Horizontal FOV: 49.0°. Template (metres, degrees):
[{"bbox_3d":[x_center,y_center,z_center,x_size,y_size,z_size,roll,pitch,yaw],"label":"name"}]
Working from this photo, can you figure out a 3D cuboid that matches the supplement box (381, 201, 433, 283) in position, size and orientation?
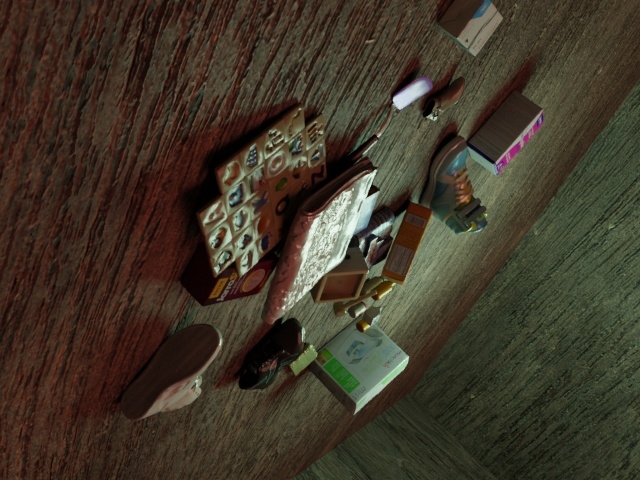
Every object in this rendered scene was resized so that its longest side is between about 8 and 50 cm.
[{"bbox_3d":[0.252,0.010,2.059,0.078,0.080,0.234,64,50,-79],"label":"supplement box"}]

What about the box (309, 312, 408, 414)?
[{"bbox_3d":[0.133,0.434,2.465,0.262,0.231,0.127,-36,156,-24],"label":"box"}]

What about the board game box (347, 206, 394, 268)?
[{"bbox_3d":[0.122,0.024,1.982,0.194,0.060,0.194,-34,155,-30],"label":"board game box"}]

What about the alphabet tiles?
[{"bbox_3d":[-0.100,-0.091,1.344,0.342,0.011,0.285,-44,149,-30],"label":"alphabet tiles"}]

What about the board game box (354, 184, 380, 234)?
[{"bbox_3d":[0.032,-0.031,1.771,0.281,0.027,0.145,-31,151,-35],"label":"board game box"}]

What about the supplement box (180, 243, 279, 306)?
[{"bbox_3d":[-0.185,0.062,1.461,0.188,0.081,0.104,-9,136,-57],"label":"supplement box"}]

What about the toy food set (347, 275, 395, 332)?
[{"bbox_3d":[0.166,0.191,2.272,0.104,0.111,0.232,-32,151,-31],"label":"toy food set"}]

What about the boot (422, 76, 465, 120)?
[{"bbox_3d":[0.297,-0.343,1.707,0.087,0.042,0.118,-18,144,-46],"label":"boot"}]

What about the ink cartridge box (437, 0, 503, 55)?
[{"bbox_3d":[0.333,-0.472,1.526,0.104,0.060,0.180,-54,157,16],"label":"ink cartridge box"}]

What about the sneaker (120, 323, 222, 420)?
[{"bbox_3d":[-0.309,0.293,1.612,0.292,0.108,0.169,-42,161,13],"label":"sneaker"}]

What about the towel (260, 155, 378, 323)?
[{"bbox_3d":[0.000,0.000,1.587,0.317,0.053,0.332,-40,157,-47],"label":"towel"}]

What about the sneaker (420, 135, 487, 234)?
[{"bbox_3d":[0.416,-0.145,2.033,0.127,0.208,0.319,-35,155,-23],"label":"sneaker"}]

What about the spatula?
[{"bbox_3d":[0.136,-0.256,1.576,0.296,0.030,0.084,-48,157,4],"label":"spatula"}]

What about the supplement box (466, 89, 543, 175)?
[{"bbox_3d":[0.557,-0.323,2.116,0.220,0.114,0.111,-50,157,3],"label":"supplement box"}]

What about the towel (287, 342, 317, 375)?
[{"bbox_3d":[-0.061,0.391,2.311,0.110,0.027,0.148,-42,159,-9],"label":"towel"}]

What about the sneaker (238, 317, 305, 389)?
[{"bbox_3d":[-0.137,0.330,1.976,0.106,0.101,0.267,-4,132,-56],"label":"sneaker"}]

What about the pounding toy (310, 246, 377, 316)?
[{"bbox_3d":[0.059,0.113,1.903,0.181,0.094,0.206,-4,140,-20],"label":"pounding toy"}]
